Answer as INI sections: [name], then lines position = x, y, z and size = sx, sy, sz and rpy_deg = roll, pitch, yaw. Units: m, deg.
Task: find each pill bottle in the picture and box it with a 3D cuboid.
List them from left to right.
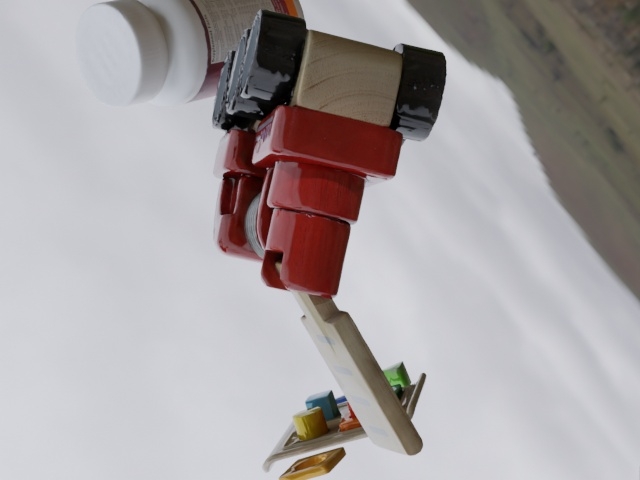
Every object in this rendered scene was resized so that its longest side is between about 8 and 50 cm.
[pill bottle]
position = -0.128, -0.201, 1.348
size = 0.221, 0.121, 0.121
rpy_deg = -20, -114, -44

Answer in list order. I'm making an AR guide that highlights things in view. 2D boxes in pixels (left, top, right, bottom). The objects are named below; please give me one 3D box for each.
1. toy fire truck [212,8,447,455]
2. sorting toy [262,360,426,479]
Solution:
[toy fire truck]
position = 0.000, 0.000, 0.877
size = 0.158, 0.246, 0.217
rpy_deg = 12, 175, -11
[sorting toy]
position = 0.028, 0.207, 1.623
size = 0.348, 0.196, 0.047
rpy_deg = -42, -69, -78
